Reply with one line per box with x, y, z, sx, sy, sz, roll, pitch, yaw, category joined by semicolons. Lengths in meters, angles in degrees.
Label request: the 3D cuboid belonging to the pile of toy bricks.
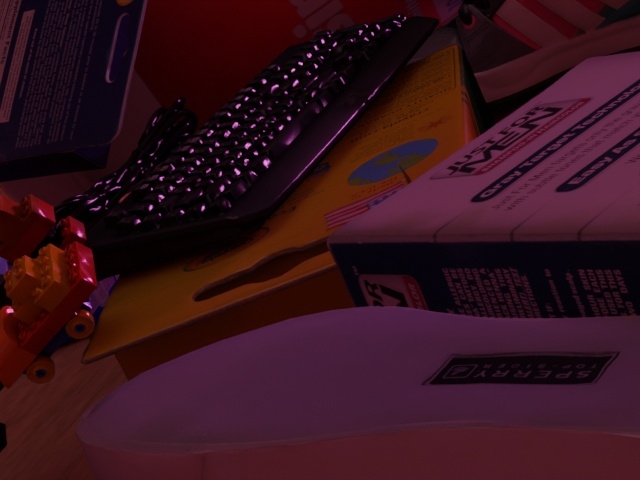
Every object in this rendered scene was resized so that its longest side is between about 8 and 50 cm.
-0.205;0.055;0.835;0.212;0.105;0.118;-48;31;18;pile of toy bricks

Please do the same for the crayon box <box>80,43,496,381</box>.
0.000;0.000;0.930;0.202;0.081;0.318;-22;16;11;crayon box

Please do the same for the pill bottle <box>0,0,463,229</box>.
-0.076;-0.178;1.294;0.408;0.229;0.229;-36;16;1;pill bottle

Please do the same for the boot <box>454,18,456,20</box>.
0.188;-0.214;1.397;0.219;0.082;0.106;-23;37;-5;boot

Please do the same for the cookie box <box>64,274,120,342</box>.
-0.190;0.043;1.145;0.107;0.040;0.092;-20;17;16;cookie box

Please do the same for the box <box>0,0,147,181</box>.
-0.190;-0.107;1.141;0.225;0.036;0.136;-5;67;40;box

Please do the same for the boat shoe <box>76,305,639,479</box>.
0.052;0.083;0.551;0.306;0.105;0.113;-6;20;33;boat shoe

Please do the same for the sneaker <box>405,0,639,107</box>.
0.143;-0.200;1.160;0.296;0.178;0.124;-19;16;7;sneaker

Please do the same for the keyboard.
-0.061;-0.057;1.001;0.202;0.033;0.317;-17;17;28;keyboard

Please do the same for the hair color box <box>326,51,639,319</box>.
0.179;0.000;0.621;0.174;0.105;0.347;-34;19;-30;hair color box
